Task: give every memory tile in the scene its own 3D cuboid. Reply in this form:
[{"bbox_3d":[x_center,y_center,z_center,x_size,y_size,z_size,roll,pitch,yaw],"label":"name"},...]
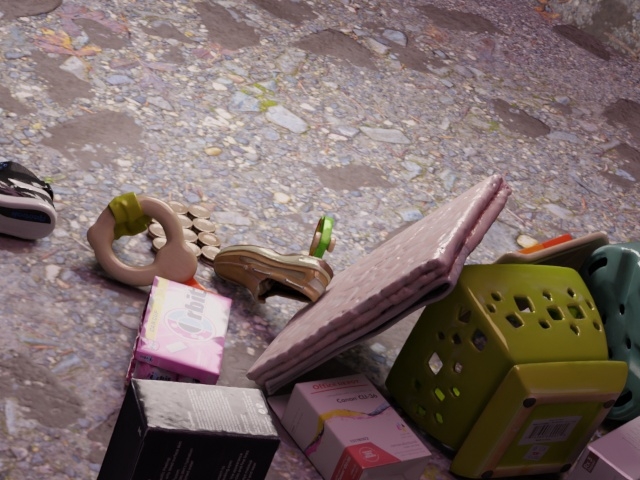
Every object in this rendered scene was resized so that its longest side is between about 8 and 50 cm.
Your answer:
[{"bbox_3d":[-0.202,-0.014,2.223,0.113,0.012,0.148,9,31,-23],"label":"memory tile"}]

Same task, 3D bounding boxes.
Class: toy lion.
[{"bbox_3d":[0.000,0.000,2.255,0.034,0.100,0.096,17,48,-6],"label":"toy lion"}]

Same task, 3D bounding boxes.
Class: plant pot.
[{"bbox_3d":[0.563,0.131,2.217,0.334,0.341,0.341,0,35,-22],"label":"plant pot"},{"bbox_3d":[0.255,0.181,2.000,0.228,0.227,0.207,2,40,-33],"label":"plant pot"}]

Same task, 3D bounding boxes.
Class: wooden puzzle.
[{"bbox_3d":[0.282,0.056,2.232,0.239,0.221,0.044,-8,65,-46],"label":"wooden puzzle"}]

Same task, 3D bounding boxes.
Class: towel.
[{"bbox_3d":[0.084,0.057,1.997,0.053,0.332,0.317,54,29,-7],"label":"towel"}]

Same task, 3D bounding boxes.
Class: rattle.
[{"bbox_3d":[-0.229,0.033,2.107,0.200,0.143,0.130,38,61,-3],"label":"rattle"}]

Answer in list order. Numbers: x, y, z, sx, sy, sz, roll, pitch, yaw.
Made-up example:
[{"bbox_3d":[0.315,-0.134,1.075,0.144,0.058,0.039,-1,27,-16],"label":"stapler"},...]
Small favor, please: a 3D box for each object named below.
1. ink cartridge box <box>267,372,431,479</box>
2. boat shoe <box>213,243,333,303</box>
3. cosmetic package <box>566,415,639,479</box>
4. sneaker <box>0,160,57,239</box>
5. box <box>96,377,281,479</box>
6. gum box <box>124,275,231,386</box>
[{"bbox_3d":[0.032,0.233,1.907,0.115,0.067,0.198,-5,38,-39],"label":"ink cartridge box"},{"bbox_3d":[-0.078,0.053,2.105,0.190,0.068,0.072,4,53,35],"label":"boat shoe"},{"bbox_3d":[0.415,0.304,2.006,0.085,0.117,0.231,37,33,27],"label":"cosmetic package"},{"bbox_3d":[-0.471,-0.070,2.074,0.217,0.079,0.121,18,25,-25],"label":"sneaker"},{"bbox_3d":[-0.147,0.243,1.673,0.158,0.156,0.093,7,31,-25],"label":"box"},{"bbox_3d":[-0.180,0.132,1.936,0.107,0.062,0.188,18,29,-8],"label":"gum box"}]
